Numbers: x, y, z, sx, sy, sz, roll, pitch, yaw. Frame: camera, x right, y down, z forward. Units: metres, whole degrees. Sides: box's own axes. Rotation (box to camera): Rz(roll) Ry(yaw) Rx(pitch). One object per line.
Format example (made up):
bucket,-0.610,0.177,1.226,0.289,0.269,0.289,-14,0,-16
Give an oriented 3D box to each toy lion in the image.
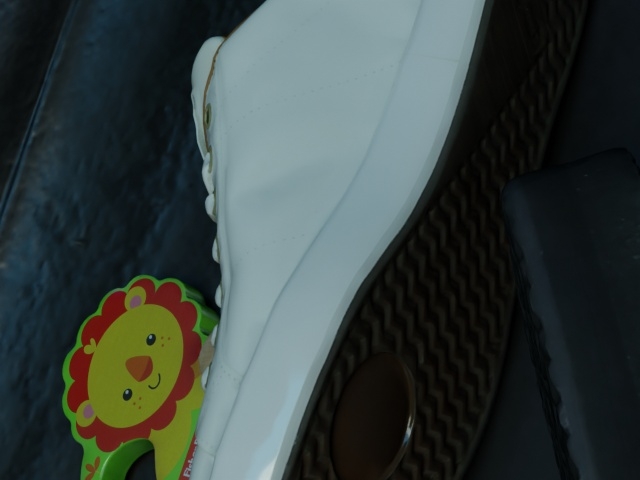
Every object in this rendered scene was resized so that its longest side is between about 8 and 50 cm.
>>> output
toy lion,-0.062,0.064,0.634,0.096,0.034,0.100,9,75,38

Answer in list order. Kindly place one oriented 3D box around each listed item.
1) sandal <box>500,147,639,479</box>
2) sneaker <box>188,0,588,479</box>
sandal,0.141,0.167,0.411,0.107,0.167,0.446,-14,64,4
sneaker,0.000,0.000,0.589,0.123,0.106,0.290,5,62,34
